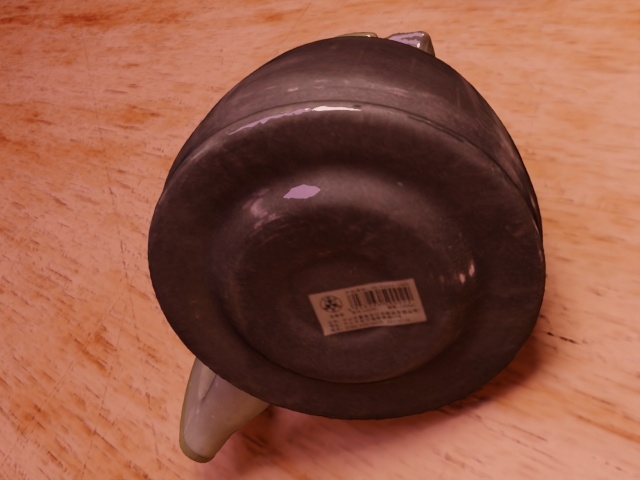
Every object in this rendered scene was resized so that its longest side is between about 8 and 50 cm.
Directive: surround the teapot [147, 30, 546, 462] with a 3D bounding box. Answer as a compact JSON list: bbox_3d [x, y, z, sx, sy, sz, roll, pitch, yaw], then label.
[{"bbox_3d":[0.023,-0.001,0.645,0.239,0.322,0.239,7,36,4],"label":"teapot"}]
